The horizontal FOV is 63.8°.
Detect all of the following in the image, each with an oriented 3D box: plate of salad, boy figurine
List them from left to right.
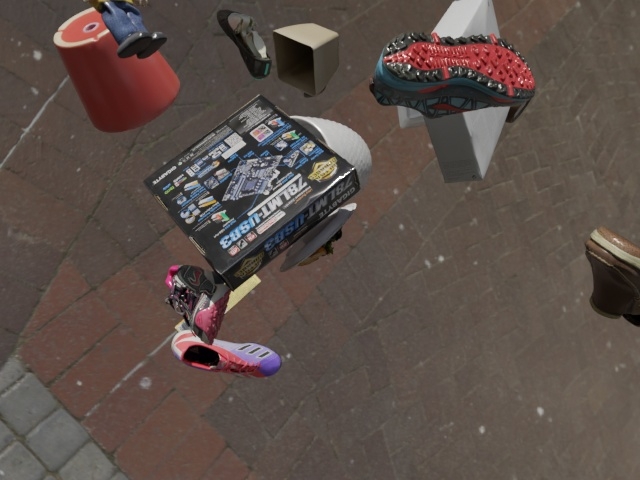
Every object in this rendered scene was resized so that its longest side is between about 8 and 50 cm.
[{"bbox_3d":[-0.424,-0.511,1.039,0.285,0.092,0.177,63,28,-3],"label":"boy figurine"},{"bbox_3d":[0.000,0.000,1.010,0.048,0.200,0.200,47,55,-9],"label":"plate of salad"}]

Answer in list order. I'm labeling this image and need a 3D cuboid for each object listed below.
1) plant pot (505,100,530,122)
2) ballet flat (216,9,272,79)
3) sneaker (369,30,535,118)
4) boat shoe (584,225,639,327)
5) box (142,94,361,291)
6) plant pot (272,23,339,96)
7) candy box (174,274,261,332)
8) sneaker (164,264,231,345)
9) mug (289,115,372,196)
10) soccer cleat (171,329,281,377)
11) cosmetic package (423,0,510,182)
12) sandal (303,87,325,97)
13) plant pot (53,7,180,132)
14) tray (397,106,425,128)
[{"bbox_3d":[0.535,-0.475,1.613,0.230,0.215,0.215,40,50,18],"label":"plant pot"},{"bbox_3d":[-0.226,-0.635,1.600,0.095,0.096,0.280,-26,79,-36],"label":"ballet flat"},{"bbox_3d":[0.197,-0.244,0.785,0.261,0.125,0.104,3,74,-16],"label":"sneaker"},{"bbox_3d":[0.411,0.066,0.689,0.257,0.095,0.095,25,107,-38],"label":"boat shoe"},{"bbox_3d":[-0.131,-0.101,0.937,0.295,0.293,0.073,-40,148,-12],"label":"box"},{"bbox_3d":[-0.020,-0.373,1.033,0.096,0.109,0.109,-41,149,-28],"label":"plant pot"},{"bbox_3d":[-0.362,0.227,1.801,0.316,0.183,0.087,-43,93,-18],"label":"candy box"},{"bbox_3d":[-0.254,0.123,1.035,0.112,0.299,0.121,19,91,-20],"label":"sneaker"},{"bbox_3d":[-0.009,-0.184,1.573,0.328,0.276,0.374,-14,129,-57],"label":"mug"},{"bbox_3d":[-0.249,0.329,1.412,0.318,0.116,0.109,20,93,-22],"label":"soccer cleat"},{"bbox_3d":[0.336,-0.356,1.174,0.377,0.097,0.284,-57,134,-39],"label":"cosmetic package"},{"bbox_3d":[-0.006,-0.536,1.708,0.067,0.179,0.040,-14,76,-29],"label":"sandal"},{"bbox_3d":[-0.553,-0.469,1.379,0.275,0.275,0.243,-62,152,-29],"label":"plant pot"},{"bbox_3d":[0.358,-0.425,1.513,0.030,0.270,0.145,-34,115,-74],"label":"tray"}]
